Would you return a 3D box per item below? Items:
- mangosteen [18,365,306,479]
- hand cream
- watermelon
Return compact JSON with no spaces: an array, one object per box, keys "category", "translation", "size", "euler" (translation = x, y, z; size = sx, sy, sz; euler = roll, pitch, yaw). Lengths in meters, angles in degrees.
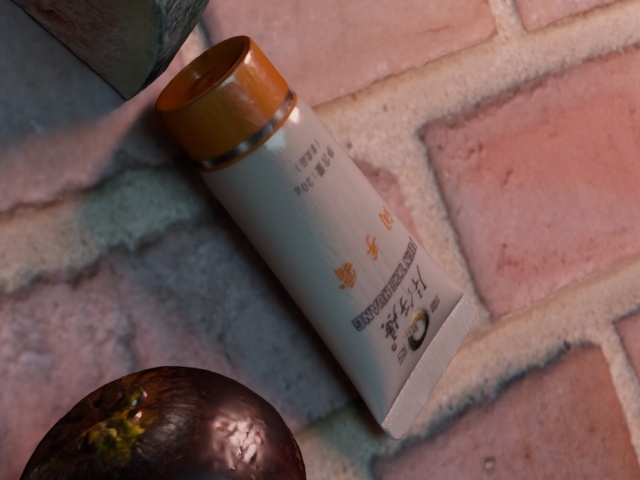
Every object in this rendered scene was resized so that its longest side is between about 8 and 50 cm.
[{"category":"mangosteen","translation":[-0.088,0.190,1.031],"size":[0.192,0.192,0.217],"euler":[-43,119,-36]},{"category":"hand cream","translation":[0.000,0.000,1.214],"size":[0.314,0.089,0.140],"euler":[51,55,-28]},{"category":"watermelon","translation":[-0.157,-0.239,1.129],"size":[0.320,0.213,0.290],"euler":[-88,178,-63]}]
